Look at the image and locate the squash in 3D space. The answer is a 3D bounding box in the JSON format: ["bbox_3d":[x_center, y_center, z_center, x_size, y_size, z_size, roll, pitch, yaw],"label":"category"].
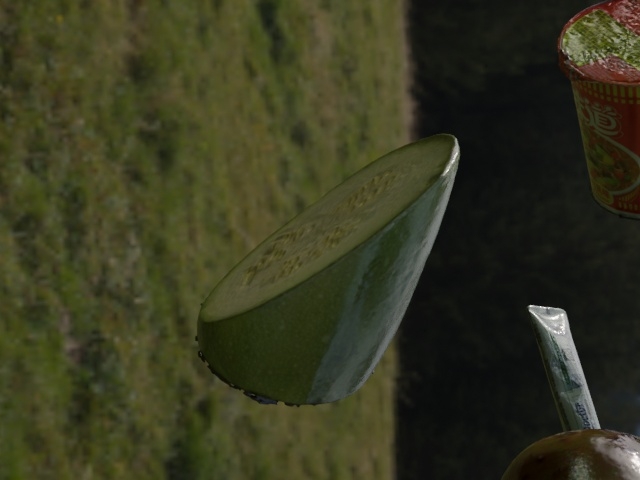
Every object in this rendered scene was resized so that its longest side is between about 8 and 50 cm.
[{"bbox_3d":[0.000,0.000,1.248,0.189,0.189,0.260,-78,-177,-52],"label":"squash"}]

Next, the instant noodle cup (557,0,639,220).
[{"bbox_3d":[0.366,-0.141,1.618,0.193,0.193,0.212,-80,163,-50],"label":"instant noodle cup"}]

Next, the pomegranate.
[{"bbox_3d":[0.253,0.246,1.186,0.198,0.246,0.198,16,62,-33],"label":"pomegranate"}]

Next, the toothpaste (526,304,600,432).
[{"bbox_3d":[0.296,0.175,1.696,0.041,0.064,0.218,-45,-132,45],"label":"toothpaste"}]
